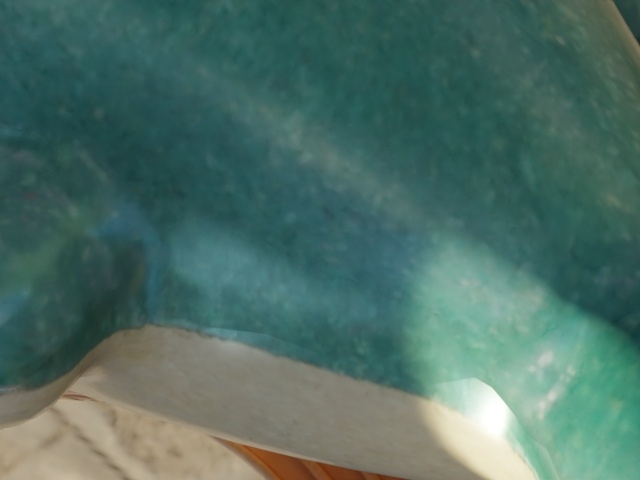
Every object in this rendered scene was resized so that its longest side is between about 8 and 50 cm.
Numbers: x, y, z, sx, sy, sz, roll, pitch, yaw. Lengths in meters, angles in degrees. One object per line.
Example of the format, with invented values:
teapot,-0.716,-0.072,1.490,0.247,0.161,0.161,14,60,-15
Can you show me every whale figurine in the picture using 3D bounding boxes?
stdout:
whale figurine,0.004,-0.035,0.397,0.272,0.216,0.141,35,134,32

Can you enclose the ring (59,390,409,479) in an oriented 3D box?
ring,-0.084,0.142,0.476,0.337,0.336,0.032,-11,148,21
